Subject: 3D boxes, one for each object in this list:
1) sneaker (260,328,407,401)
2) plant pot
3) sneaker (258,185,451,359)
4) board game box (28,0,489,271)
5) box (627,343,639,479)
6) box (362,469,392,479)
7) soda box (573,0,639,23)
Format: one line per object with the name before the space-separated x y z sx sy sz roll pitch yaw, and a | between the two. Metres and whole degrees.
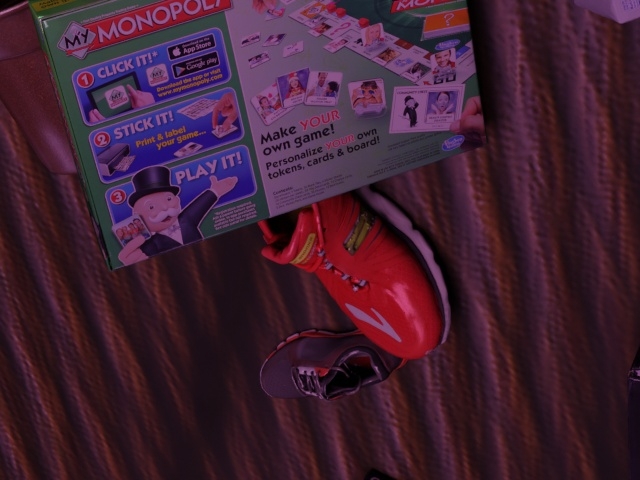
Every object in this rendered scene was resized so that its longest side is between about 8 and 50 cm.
sneaker | 0.002 0.117 1.444 0.158 0.065 0.061 -21 109 33
plant pot | -0.209 -0.156 1.330 0.167 0.167 0.165 -7 124 28
sneaker | 0.000 0.000 1.341 0.107 0.118 0.279 -29 103 37
board game box | -0.037 -0.123 1.198 0.317 0.046 0.213 -19 121 -12
box | 0.406 0.226 1.319 0.293 0.073 0.295 7 122 22
box | 0.086 0.347 1.553 0.175 0.051 0.220 25 126 10
soda box | 0.185 -0.296 1.063 0.091 0.098 0.286 -21 110 -4
